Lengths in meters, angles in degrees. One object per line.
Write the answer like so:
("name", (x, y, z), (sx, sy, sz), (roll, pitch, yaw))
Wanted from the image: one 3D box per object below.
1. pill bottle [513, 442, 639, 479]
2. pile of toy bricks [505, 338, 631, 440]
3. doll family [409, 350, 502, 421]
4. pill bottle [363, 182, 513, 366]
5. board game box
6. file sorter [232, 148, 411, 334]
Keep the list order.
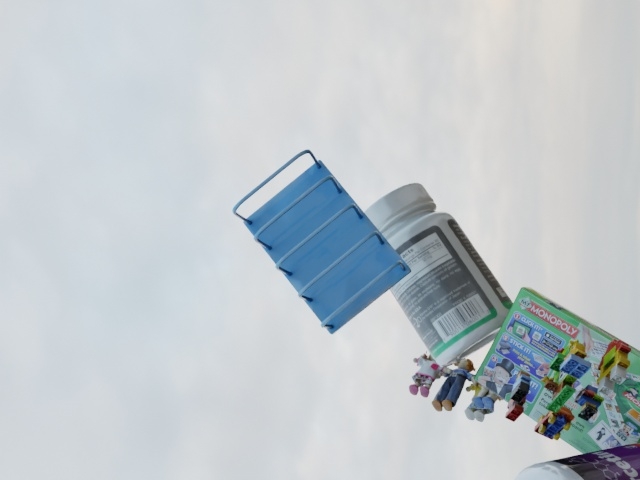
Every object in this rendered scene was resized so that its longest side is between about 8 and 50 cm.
("pill bottle", (0.409, 0.414, 1.216), (0.323, 0.182, 0.181), (0, -92, -32))
("pile of toy bricks", (0.363, 0.199, 1.203), (0.105, 0.118, 0.212), (-63, -2, -45))
("doll family", (0.344, 0.339, 1.906), (0.163, 0.263, 0.118), (-49, -48, -40))
("pill bottle", (0.242, 0.068, 1.719), (0.361, 0.204, 0.204), (59, -162, 18))
("board game box", (0.467, 0.255, 1.504), (0.046, 0.317, 0.213), (4, -65, -55))
("file sorter", (0.000, 0.000, 0.895), (0.170, 0.118, 0.104), (51, -179, 12))
